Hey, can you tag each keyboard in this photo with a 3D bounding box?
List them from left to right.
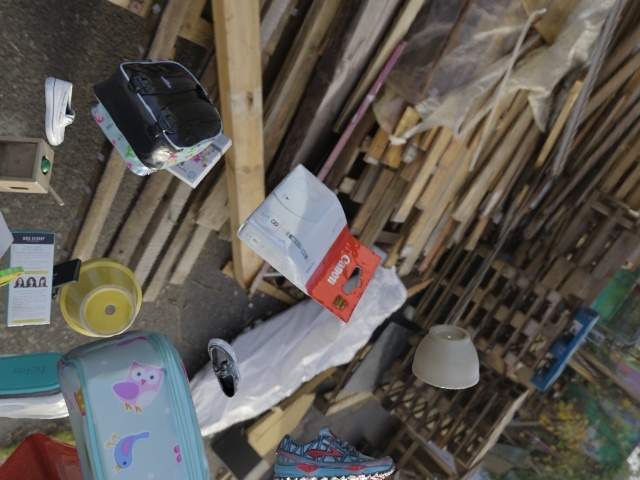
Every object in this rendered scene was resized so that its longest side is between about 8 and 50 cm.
[{"bbox_3d":[-0.750,0.117,1.486,0.180,0.108,0.023,-16,141,14],"label":"keyboard"}]

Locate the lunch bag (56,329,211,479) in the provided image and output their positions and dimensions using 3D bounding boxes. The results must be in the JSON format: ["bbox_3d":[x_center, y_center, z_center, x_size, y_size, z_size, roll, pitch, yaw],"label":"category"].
[{"bbox_3d":[-0.204,0.214,0.573,0.107,0.224,0.279,-14,177,-29],"label":"lunch bag"}]

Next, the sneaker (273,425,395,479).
[{"bbox_3d":[0.030,0.465,1.160,0.261,0.125,0.104,0,146,0],"label":"sneaker"}]

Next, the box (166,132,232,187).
[{"bbox_3d":[-0.384,-0.271,1.619,0.186,0.145,0.038,-54,173,-17],"label":"box"}]

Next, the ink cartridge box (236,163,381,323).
[{"bbox_3d":[0.000,0.000,1.498,0.091,0.385,0.308,-47,-175,44],"label":"ink cartridge box"}]

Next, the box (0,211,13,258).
[{"bbox_3d":[-0.788,-0.027,0.950,0.345,0.168,0.215,-8,120,-6],"label":"box"}]

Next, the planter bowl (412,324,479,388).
[{"bbox_3d":[0.310,0.272,1.302,0.162,0.162,0.109,-14,111,-48],"label":"planter bowl"}]

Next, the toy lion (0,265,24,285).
[{"bbox_3d":[-0.628,0.076,1.044,0.096,0.034,0.100,-25,-179,-12],"label":"toy lion"}]

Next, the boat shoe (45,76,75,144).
[{"bbox_3d":[-0.786,-0.380,1.615,0.075,0.083,0.226,7,136,-15],"label":"boat shoe"}]

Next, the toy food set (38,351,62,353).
[{"bbox_3d":[-0.785,0.384,1.567,0.232,0.111,0.104,-10,169,2],"label":"toy food set"}]

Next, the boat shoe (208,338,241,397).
[{"bbox_3d":[-0.187,0.252,1.045,0.040,0.049,0.142,-81,162,-52],"label":"boat shoe"}]

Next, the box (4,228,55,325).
[{"bbox_3d":[-0.757,0.094,1.385,0.100,0.060,0.244,2,98,-38],"label":"box"}]

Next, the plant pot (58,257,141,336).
[{"bbox_3d":[-0.689,0.197,1.699,0.253,0.239,0.254,-5,100,-29],"label":"plant pot"}]

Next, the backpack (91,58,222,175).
[{"bbox_3d":[-0.345,-0.272,1.165,0.191,0.225,0.253,-29,-170,32],"label":"backpack"}]

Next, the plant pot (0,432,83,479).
[{"bbox_3d":[-0.394,0.508,0.814,0.267,0.235,0.267,-51,138,-13],"label":"plant pot"}]

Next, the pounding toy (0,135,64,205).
[{"bbox_3d":[-0.683,-0.162,1.253,0.100,0.141,0.130,113,-21,-73],"label":"pounding toy"}]

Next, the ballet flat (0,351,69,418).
[{"bbox_3d":[-0.603,0.254,0.902,0.400,0.139,0.139,4,131,-5],"label":"ballet flat"}]
